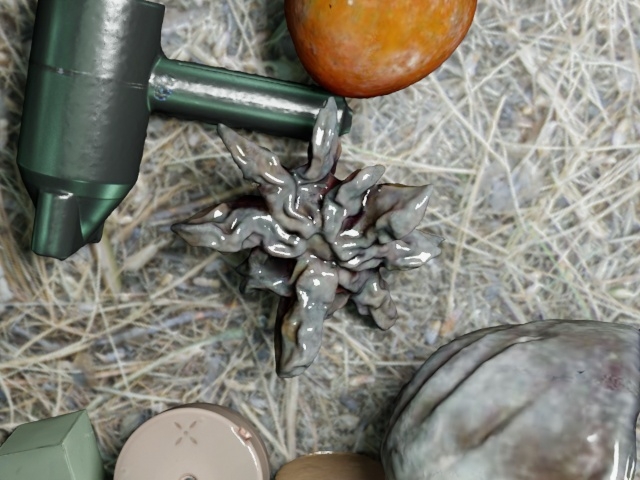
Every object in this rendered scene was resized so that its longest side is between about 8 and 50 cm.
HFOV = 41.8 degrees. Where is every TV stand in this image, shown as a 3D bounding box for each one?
[{"bbox_3d":[-0.254,0.323,0.873,0.083,0.088,0.269,-14,100,3],"label":"TV stand"}]

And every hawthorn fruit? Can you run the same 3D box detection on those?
[{"bbox_3d":[0.050,-0.207,0.731,0.173,0.173,0.172,0,101,0],"label":"hawthorn fruit"}]

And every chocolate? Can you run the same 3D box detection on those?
[{"bbox_3d":[0.167,0.197,0.775,0.213,0.303,0.303,13,101,15],"label":"chocolate"}]

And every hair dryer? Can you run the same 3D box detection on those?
[{"bbox_3d":[-0.125,-0.092,0.790,0.303,0.116,0.244,9,104,-9],"label":"hair dryer"}]

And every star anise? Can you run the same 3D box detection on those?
[{"bbox_3d":[0.002,-0.004,0.773,0.212,0.129,0.282,-33,114,4],"label":"star anise"}]

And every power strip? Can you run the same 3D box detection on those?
[{"bbox_3d":[-0.129,0.242,0.844,0.154,0.078,0.154,0,85,3],"label":"power strip"}]

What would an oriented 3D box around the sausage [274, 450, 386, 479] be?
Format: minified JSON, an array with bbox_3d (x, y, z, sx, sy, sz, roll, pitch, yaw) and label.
[{"bbox_3d":[0.024,0.355,0.862,0.123,0.123,0.252,-5,101,1],"label":"sausage"}]
